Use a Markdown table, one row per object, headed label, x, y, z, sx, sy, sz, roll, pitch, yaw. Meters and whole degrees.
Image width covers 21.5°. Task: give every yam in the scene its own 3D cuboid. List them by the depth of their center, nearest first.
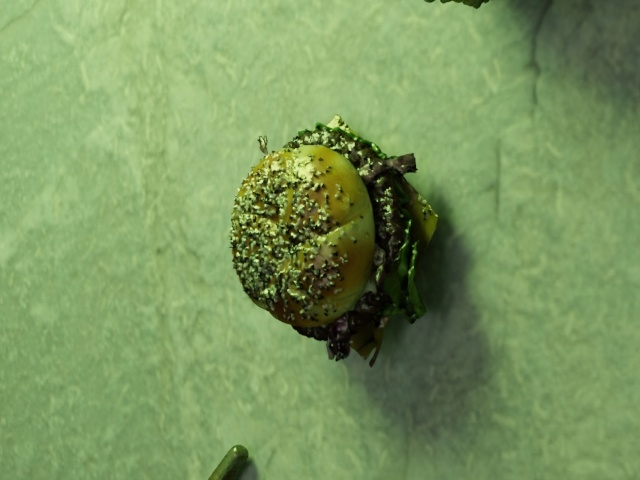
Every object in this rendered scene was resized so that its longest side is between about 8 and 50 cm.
| label | x | y | z | sx | sy | sz | roll | pitch | yaw |
| --- | --- | --- | --- | --- | --- | --- | --- | --- | --- |
| yam | -0.090 | 0.212 | 1.413 | 0.021 | 0.021 | 0.116 | 55 | 129 | 29 |

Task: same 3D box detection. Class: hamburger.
| label | x | y | z | sx | sy | sz | roll | pitch | yaw |
| --- | --- | --- | --- | --- | --- | --- | --- | --- | --- |
| hamburger | 0.003 | 0.000 | 1.242 | 0.189 | 0.093 | 0.164 | 30 | 114 | 40 |

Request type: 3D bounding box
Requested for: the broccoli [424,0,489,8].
| label | x | y | z | sx | sy | sz | roll | pitch | yaw |
| --- | --- | --- | --- | --- | --- | --- | --- | --- | --- |
| broccoli | 0.094 | -0.246 | 1.070 | 0.226 | 0.176 | 0.198 | -9 | 82 | 33 |
